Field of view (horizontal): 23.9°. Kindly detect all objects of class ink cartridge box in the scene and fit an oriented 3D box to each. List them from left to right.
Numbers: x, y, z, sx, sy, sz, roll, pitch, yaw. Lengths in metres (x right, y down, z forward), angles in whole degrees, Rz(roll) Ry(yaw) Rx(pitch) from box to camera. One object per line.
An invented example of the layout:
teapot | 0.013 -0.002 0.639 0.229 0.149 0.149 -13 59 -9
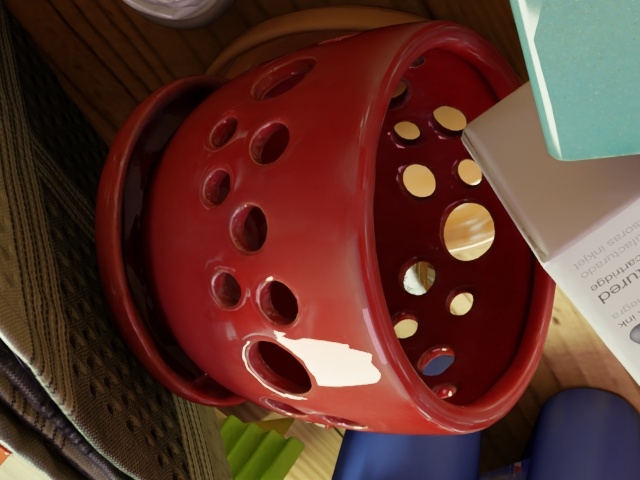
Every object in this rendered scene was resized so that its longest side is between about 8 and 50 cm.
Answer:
ink cartridge box | 0.202 -0.007 0.714 0.172 0.100 0.237 -35 135 10

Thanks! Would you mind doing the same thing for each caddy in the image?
caddy | 0.109 0.234 1.107 0.241 0.179 0.341 12 146 2

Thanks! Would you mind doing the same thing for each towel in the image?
towel | -0.139 0.011 0.771 0.056 0.324 0.312 -26 137 5

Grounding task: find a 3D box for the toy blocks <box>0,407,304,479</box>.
toy blocks | -0.200 0.143 1.097 0.261 0.190 0.381 38 152 -5

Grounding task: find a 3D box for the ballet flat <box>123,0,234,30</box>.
ballet flat | -0.074 -0.161 0.690 0.086 0.086 0.248 14 146 1

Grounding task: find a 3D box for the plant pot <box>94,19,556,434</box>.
plant pot | 0.000 0.000 0.733 0.174 0.191 0.191 -7 141 33

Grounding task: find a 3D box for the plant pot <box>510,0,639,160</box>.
plant pot | 0.142 -0.175 0.530 0.165 0.165 0.234 -4 135 25

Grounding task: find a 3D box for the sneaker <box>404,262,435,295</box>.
sneaker | 0.051 0.021 0.950 0.037 0.032 0.083 -2 142 23

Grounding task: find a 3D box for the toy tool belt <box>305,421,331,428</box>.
toy tool belt | -0.011 0.102 1.053 0.051 0.083 0.052 22 108 -1

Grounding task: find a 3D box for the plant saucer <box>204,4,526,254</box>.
plant saucer | 0.031 -0.062 0.834 0.200 0.037 0.200 11 146 7
